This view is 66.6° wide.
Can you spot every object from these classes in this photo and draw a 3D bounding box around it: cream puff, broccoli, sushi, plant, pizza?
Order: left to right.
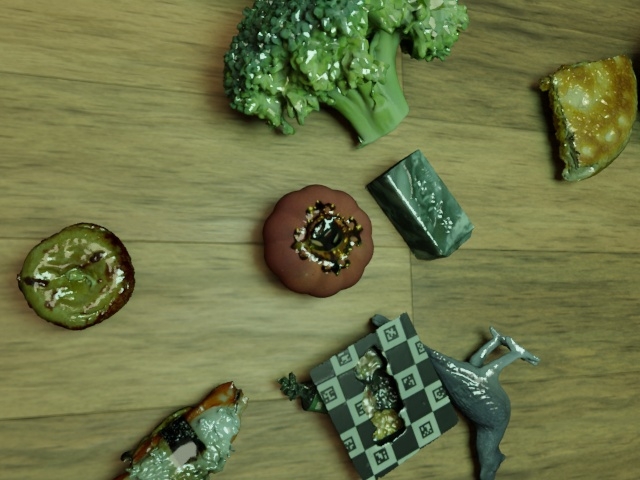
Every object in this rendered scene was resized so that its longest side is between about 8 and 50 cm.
[{"bbox_3d":[-0.334,0.050,0.680,0.149,0.084,0.149,3,79,-13],"label":"cream puff"},{"bbox_3d":[-0.190,0.300,0.683,0.226,0.103,0.097,-33,109,-17],"label":"sushi"},{"bbox_3d":[-0.026,0.240,0.766,0.102,0.051,0.051,26,75,-19],"label":"plant"},{"bbox_3d":[0.040,-0.314,0.763,0.318,0.277,0.338,18,85,-34],"label":"broccoli"},{"bbox_3d":[0.099,0.249,0.793,0.192,0.050,0.215,-27,98,-17],"label":"sushi"},{"bbox_3d":[0.543,-0.275,1.004,0.226,0.086,0.335,31,73,-6],"label":"pizza"}]

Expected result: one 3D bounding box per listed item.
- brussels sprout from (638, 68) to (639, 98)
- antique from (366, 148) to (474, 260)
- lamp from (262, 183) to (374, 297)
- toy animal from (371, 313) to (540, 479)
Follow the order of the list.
[{"bbox_3d":[0.835,-0.314,1.000,0.281,0.289,0.354,-18,100,-5],"label":"brussels sprout"},{"bbox_3d":[0.177,-0.054,0.855,0.088,0.086,0.183,-38,94,-18],"label":"antique"},{"bbox_3d":[0.000,0.000,0.764,0.182,0.140,0.182,1,86,-17],"label":"lamp"},{"bbox_3d":[0.267,0.234,0.838,0.206,0.081,0.367,-33,94,-5],"label":"toy animal"}]
